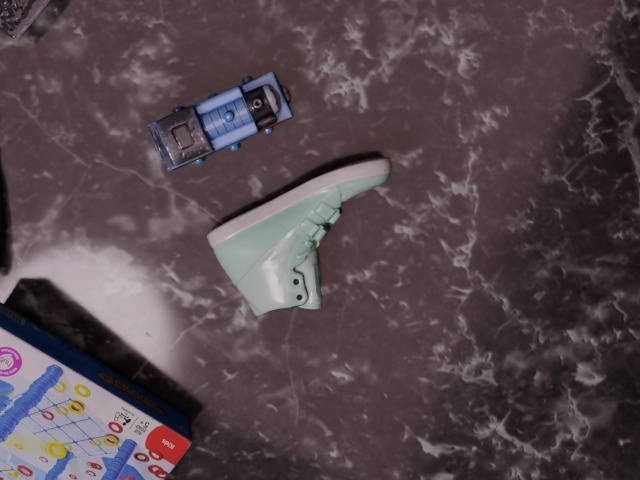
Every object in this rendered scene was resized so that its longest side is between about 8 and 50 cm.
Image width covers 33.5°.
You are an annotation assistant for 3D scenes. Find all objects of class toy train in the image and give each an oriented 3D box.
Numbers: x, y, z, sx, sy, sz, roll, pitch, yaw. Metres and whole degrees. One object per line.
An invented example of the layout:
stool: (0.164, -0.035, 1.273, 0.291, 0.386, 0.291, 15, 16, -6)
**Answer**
toy train: (-0.123, -0.147, 1.320, 0.184, 0.105, 0.080, -23, 98, 2)

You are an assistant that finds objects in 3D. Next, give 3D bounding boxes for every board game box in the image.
board game box: (-0.374, 0.282, 1.352, 0.308, 0.086, 0.302, 34, 96, -18)

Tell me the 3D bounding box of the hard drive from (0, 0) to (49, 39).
hard drive: (-0.365, -0.394, 1.309, 0.172, 0.054, 0.254, 35, 96, -5)

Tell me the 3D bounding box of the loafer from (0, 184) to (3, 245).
loafer: (-0.468, -0.082, 1.338, 0.095, 0.109, 0.302, -1, 92, 19)

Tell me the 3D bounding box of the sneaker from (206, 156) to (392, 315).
sneaker: (0.000, 0.000, 1.346, 0.256, 0.094, 0.151, -27, 91, 13)
